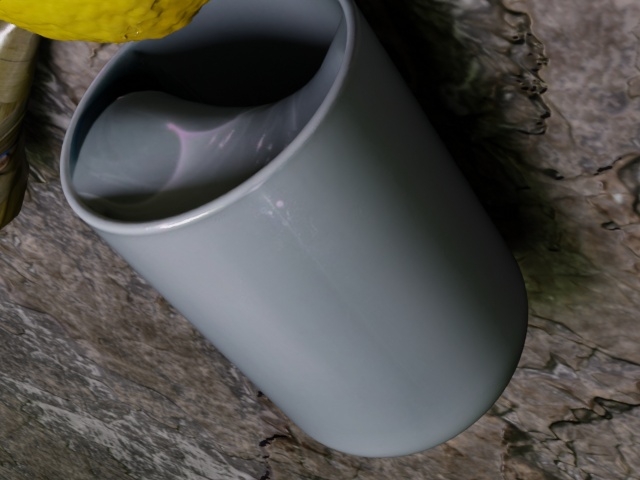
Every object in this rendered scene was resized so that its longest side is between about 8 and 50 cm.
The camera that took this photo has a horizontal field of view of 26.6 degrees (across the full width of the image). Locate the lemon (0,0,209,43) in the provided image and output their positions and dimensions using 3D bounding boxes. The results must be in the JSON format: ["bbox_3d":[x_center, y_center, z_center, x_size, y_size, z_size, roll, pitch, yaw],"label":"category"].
[{"bbox_3d":[-0.123,-0.198,0.666,0.231,0.192,0.192,29,152,-22],"label":"lemon"}]

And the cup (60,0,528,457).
[{"bbox_3d":[0.000,0.000,0.885,0.205,0.205,0.312,2,145,36],"label":"cup"}]

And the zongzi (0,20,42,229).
[{"bbox_3d":[-0.331,-0.143,1.023,0.260,0.123,0.289,29,137,7],"label":"zongzi"}]
